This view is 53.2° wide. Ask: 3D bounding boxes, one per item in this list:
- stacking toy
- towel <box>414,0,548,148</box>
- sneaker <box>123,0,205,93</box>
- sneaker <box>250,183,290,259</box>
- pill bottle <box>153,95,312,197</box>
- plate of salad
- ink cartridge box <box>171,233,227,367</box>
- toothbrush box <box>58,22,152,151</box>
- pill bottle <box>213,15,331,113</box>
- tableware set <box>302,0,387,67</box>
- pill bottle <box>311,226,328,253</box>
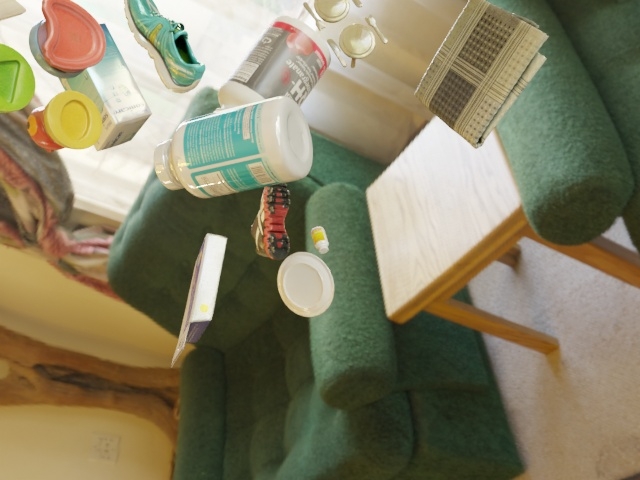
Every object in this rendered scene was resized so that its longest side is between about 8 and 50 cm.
[{"bbox_3d":[-0.591,-0.345,1.297,0.131,0.280,0.308,-7,76,40],"label":"stacking toy"},{"bbox_3d":[0.413,-0.446,1.665,0.324,0.056,0.312,-60,40,24],"label":"towel"},{"bbox_3d":[-0.363,-0.488,1.521,0.110,0.275,0.107,-32,1,37],"label":"sneaker"},{"bbox_3d":[-0.166,-0.071,2.062,0.135,0.098,0.275,-9,79,49],"label":"sneaker"},{"bbox_3d":[-0.158,-0.156,1.123,0.264,0.146,0.146,-9,58,21],"label":"pill bottle"},{"bbox_3d":[-0.042,0.131,1.927,0.200,0.048,0.199,6,102,29],"label":"plate of salad"},{"bbox_3d":[-0.324,0.174,1.710,0.303,0.072,0.307,134,146,-64],"label":"ink cartridge box"},{"bbox_3d":[-0.640,-0.440,1.861,0.216,0.126,0.295,-26,91,54],"label":"toothbrush box"},{"bbox_3d":[-0.128,-0.353,1.499,0.318,0.176,0.176,-57,24,-14],"label":"pill bottle"},{"bbox_3d":[0.056,-0.513,1.524,0.128,0.194,0.039,-32,-5,-9],"label":"tableware set"},{"bbox_3d":[0.000,0.000,1.997,0.043,0.043,0.083,-49,44,36],"label":"pill bottle"}]
